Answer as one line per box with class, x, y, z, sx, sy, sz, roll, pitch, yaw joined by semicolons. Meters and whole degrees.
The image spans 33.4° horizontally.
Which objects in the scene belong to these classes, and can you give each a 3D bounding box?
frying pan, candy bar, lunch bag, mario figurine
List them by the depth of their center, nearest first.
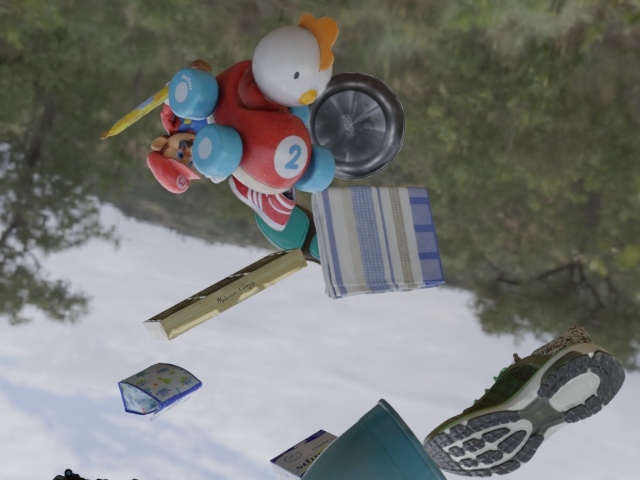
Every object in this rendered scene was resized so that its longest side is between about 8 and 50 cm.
candy bar;-0.268;-0.203;1.629;0.018;0.161;0.040;53;-169;-14
frying pan;-0.006;-0.223;1.948;0.326;0.197;0.053;13;-171;4
lunch bag;-0.360;0.342;2.416;0.151;0.096;0.129;-1;-161;44
mario figurine;-0.283;-0.256;2.466;0.198;0.320;0.170;19;159;-4

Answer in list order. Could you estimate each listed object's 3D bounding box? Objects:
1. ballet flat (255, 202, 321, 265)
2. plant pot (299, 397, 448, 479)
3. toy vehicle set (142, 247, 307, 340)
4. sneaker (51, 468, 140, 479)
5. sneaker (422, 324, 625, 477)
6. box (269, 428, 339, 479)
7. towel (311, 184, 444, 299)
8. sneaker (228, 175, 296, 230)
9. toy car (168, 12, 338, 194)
ballet flat;0.000;0.000;2.386;0.342;0.116;0.124;23;-178;39
plant pot;0.070;0.429;1.656;0.271;0.255;0.271;55;174;9
toy vehicle set;-0.164;0.091;1.800;0.267;0.035;0.166;-28;-175;-20
sneaker;-0.489;0.532;2.156;0.341;0.139;0.125;-26;-179;31
sneaker;0.371;0.298;2.005;0.158;0.410;0.182;50;-162;-21
box;-0.002;0.417;1.949;0.126;0.072;0.137;-27;-162;-27
towel;0.108;-0.001;1.993;0.285;0.209;0.034;-3;170;-38
sneaker;-0.083;-0.076;1.599;0.118;0.067;0.042;43;-150;19
toy car;-0.049;-0.207;1.495;0.219;0.238;0.210;6;-131;-43
